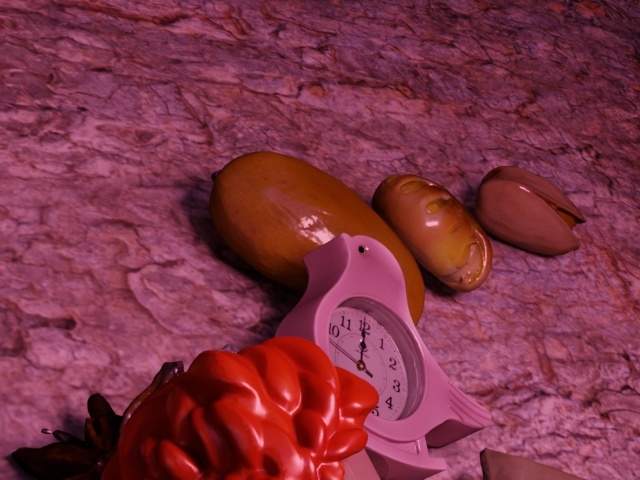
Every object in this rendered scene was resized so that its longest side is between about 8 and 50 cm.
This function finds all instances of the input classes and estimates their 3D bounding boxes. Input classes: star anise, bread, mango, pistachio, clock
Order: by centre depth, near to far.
[{"bbox_3d":[-0.179,0.235,0.939,0.272,0.102,0.272,-13,37,10],"label":"star anise"},{"bbox_3d":[0.081,0.152,1.203,0.290,0.080,0.275,35,45,-25],"label":"clock"},{"bbox_3d":[-0.001,-0.006,1.376,0.332,0.142,0.195,30,36,-15],"label":"mango"},{"bbox_3d":[0.171,-0.020,1.495,0.213,0.104,0.213,40,8,-7],"label":"bread"},{"bbox_3d":[0.353,-0.050,1.697,0.206,0.131,0.129,23,78,-12],"label":"pistachio"}]

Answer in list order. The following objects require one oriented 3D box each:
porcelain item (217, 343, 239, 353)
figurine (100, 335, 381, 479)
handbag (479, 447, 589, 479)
[{"bbox_3d":[-0.122,0.152,1.174,0.036,0.028,0.083,22,33,17],"label":"porcelain item"},{"bbox_3d":[0.012,0.270,0.734,0.412,0.241,0.306,41,57,-4],"label":"figurine"},{"bbox_3d":[0.327,0.384,1.147,0.316,0.109,0.253,25,33,-16],"label":"handbag"}]
